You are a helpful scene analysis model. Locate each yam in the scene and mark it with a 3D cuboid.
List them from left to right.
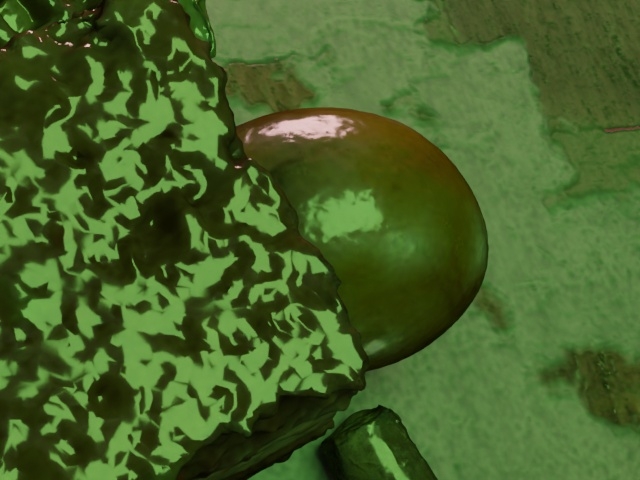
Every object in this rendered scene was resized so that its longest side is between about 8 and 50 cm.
[{"bbox_3d":[0.095,0.249,1.194,0.066,0.066,0.299,-28,86,-36],"label":"yam"}]

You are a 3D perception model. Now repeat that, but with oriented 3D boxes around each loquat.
[{"bbox_3d":[0.000,0.000,1.182,0.227,0.179,0.179,6,66,-27],"label":"loquat"}]

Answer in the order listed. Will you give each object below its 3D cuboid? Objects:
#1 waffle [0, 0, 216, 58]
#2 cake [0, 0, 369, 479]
[{"bbox_3d":[-0.205,-0.158,1.192,0.292,0.056,0.309,2,77,-30],"label":"waffle"},{"bbox_3d":[-0.148,0.051,0.972,0.256,0.290,0.282,-26,79,-14],"label":"cake"}]
